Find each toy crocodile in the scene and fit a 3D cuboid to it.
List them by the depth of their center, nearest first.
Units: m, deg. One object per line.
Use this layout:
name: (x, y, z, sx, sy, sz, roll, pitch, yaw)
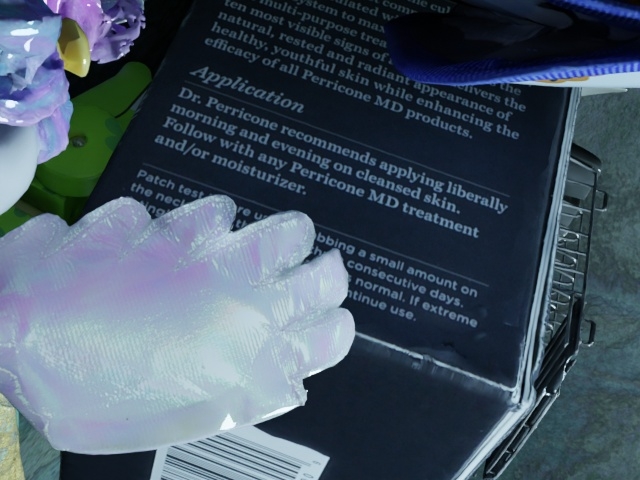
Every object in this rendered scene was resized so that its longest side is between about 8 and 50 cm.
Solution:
toy crocodile: (-0.220, -0.002, 0.737, 0.341, 0.105, 0.115, -57, 174, -30)

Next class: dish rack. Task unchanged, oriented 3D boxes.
dish rack: (0.166, 0.057, 0.901, 0.272, 0.074, 0.208, -70, 179, -45)

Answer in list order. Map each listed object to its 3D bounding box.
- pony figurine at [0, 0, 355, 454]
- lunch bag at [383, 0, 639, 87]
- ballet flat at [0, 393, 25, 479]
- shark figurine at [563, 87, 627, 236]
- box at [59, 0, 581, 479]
pony figurine: (-0.170, -0.039, 0.456, 0.350, 0.303, 0.363, -21, 164, -14)
lunch bag: (0.066, -0.198, 0.451, 0.239, 0.385, 0.328, -59, -174, 13)
ballet flat: (-0.297, 0.213, 0.890, 0.123, 0.123, 0.349, -50, 157, -39)
shark figurine: (0.220, -0.048, 1.127, 0.166, 0.116, 0.278, -82, -168, -74)
box: (0.000, 0.000, 0.925, 0.480, 0.297, 0.472, 111, 0, -53)
